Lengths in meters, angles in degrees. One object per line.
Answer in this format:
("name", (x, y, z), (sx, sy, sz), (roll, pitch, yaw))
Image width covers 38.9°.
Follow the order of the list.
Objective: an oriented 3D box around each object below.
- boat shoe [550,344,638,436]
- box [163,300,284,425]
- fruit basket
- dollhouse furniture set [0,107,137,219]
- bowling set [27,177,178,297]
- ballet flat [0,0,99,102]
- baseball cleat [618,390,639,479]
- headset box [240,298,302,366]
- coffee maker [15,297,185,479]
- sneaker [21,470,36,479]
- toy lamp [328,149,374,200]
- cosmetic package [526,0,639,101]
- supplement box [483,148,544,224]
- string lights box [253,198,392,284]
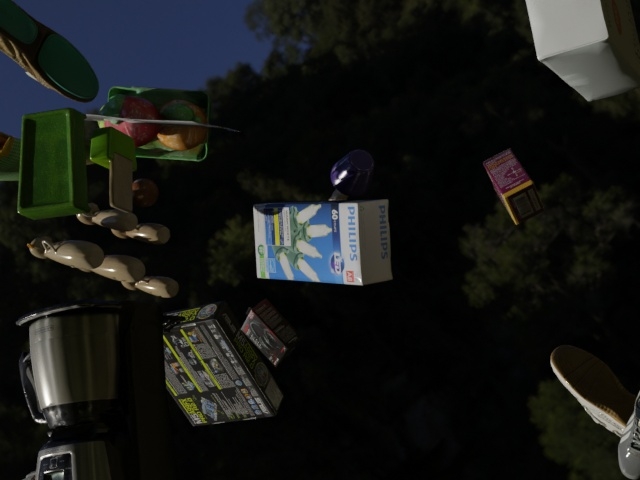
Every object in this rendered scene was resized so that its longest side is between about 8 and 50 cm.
("boat shoe", (0.576, 0.330, 1.844), (0.098, 0.277, 0.096), (-35, -27, -22))
("box", (-0.228, 0.256, 1.846), (0.270, 0.216, 0.060), (61, -148, -27))
("fruit basket", (-0.368, -0.265, 1.933), (0.353, 0.327, 0.165), (5, -90, -80))
("dollhouse furniture set", (-0.464, -0.090, 1.416), (0.197, 0.301, 0.151), (28, -123, -72))
("bowling set", (-0.372, -0.016, 1.670), (0.287, 0.154, 0.200), (37, -114, -56))
("ballet flat", (-0.387, -0.257, 1.209), (0.206, 0.067, 0.073), (45, -123, -33))
("baseball cleat", (0.589, 0.340, 1.665), (0.109, 0.072, 0.206), (18, -91, -55))
("headset box", (-0.072, 0.125, 1.255), (0.032, 0.083, 0.062), (-37, -13, -36))
("coffee maker", (-0.183, 0.151, 0.829), (0.171, 0.178, 0.120), (1, -17, -35))
("sneaker", (-0.368, 0.368, 1.181), (0.084, 0.083, 0.215), (-21, 21, 31))
("toy lamp", (0.034, -0.076, 1.701), (0.080, 0.080, 0.274), (-36, -14, -31))
("cosmetic package", (0.332, -0.399, 1.207), (0.097, 0.377, 0.284), (-14, -9, 29))
("supplement box", (0.251, -0.070, 1.176), (0.043, 0.083, 0.055), (-28, -50, 8))
("string lights box", (0.000, 0.000, 1.516), (0.077, 0.260, 0.133), (-7, -85, -42))
